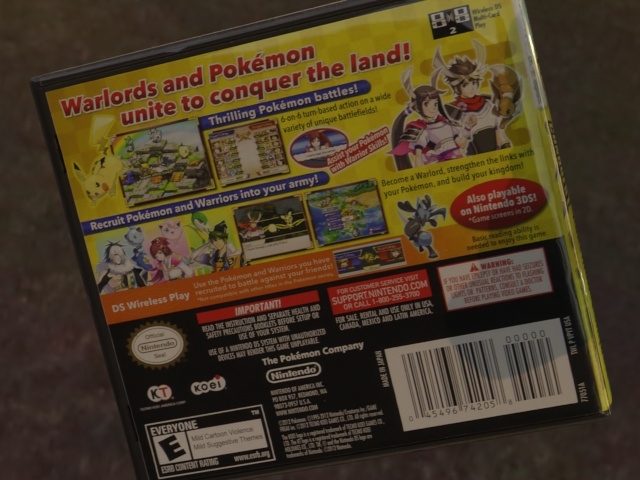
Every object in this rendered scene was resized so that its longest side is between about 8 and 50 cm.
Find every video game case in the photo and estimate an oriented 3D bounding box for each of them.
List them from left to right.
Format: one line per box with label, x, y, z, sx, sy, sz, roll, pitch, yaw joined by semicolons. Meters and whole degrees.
video game case;0.000;0.000;0.841;0.275;0.248;0.035;-12;9;15
